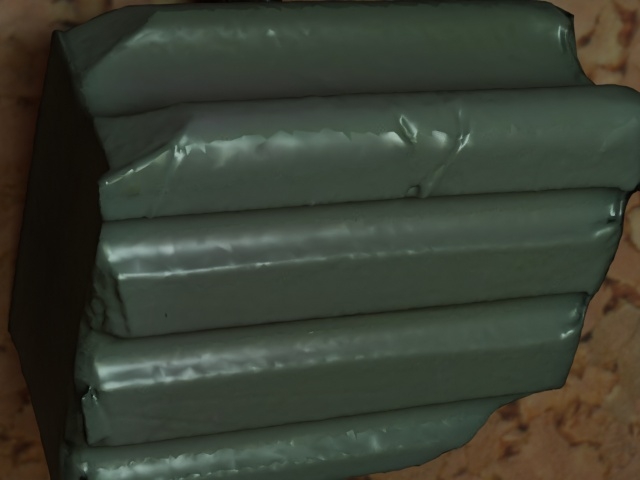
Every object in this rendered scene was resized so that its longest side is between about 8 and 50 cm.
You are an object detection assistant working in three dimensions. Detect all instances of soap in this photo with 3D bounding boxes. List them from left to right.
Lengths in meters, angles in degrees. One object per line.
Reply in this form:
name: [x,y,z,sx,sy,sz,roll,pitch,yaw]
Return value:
soap: [0.000,0.000,1.290,0.435,0.213,0.350,-6,128,-22]

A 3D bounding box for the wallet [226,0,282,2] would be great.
wallet: [-0.075,-0.304,1.270,0.039,0.133,0.243,-25,123,-62]
